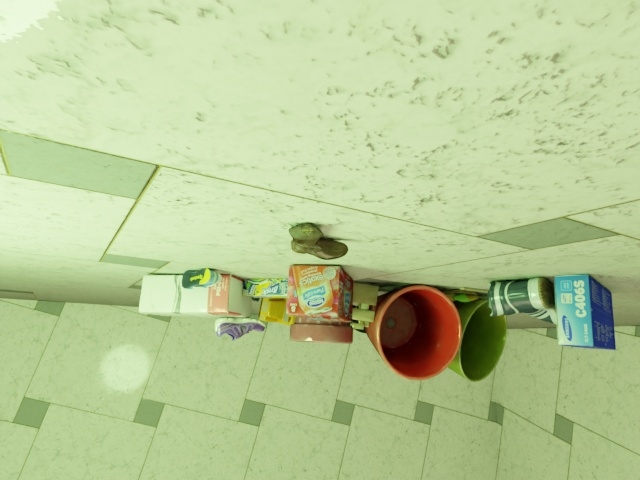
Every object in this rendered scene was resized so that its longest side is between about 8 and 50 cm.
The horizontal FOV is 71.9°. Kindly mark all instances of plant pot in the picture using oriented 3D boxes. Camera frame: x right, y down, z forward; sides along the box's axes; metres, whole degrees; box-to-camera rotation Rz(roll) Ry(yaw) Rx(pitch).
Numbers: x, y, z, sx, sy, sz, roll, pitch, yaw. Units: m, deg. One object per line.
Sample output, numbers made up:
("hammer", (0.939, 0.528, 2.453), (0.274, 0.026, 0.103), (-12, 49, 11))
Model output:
("plant pot", (0.263, 0.271, 1.390), (0.275, 0.275, 0.243), (6, 177, -12))
("plant pot", (0.445, 0.308, 1.547), (0.275, 0.275, 0.293), (13, 179, -39))
("plant pot", (0.006, 0.238, 1.422), (0.201, 0.180, 0.201), (3, 167, 1))

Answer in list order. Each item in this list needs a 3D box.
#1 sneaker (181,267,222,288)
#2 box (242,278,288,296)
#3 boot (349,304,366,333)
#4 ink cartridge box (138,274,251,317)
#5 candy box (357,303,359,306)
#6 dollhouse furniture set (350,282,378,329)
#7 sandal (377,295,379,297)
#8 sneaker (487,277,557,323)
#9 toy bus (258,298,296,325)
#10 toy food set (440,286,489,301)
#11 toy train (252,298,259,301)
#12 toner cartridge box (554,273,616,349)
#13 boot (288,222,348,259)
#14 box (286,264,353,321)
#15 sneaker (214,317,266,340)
("sneaker", (-0.332, 0.109, 1.223), (0.144, 0.053, 0.059), (-7, 166, 39))
("box", (-0.150, 0.146, 1.338), (0.169, 0.054, 0.059), (-2, 166, 23))
("boot", (0.067, 0.266, 1.622), (0.246, 0.094, 0.207), (23, -175, 41))
("ink cartridge box", (-0.378, 0.175, 1.367), (0.283, 0.117, 0.207), (0, 167, 10))
("candy box", (0.256, 0.270, 1.797), (0.186, 0.053, 0.109), (12, 165, -31))
("dollhouse furniture set", (0.095, 0.195, 1.364), (0.123, 0.144, 0.151), (8, -179, -4))
("sandal", (0.216, 0.235, 1.657), (0.180, 0.049, 0.072), (1, 167, 6))
("sneaker", (0.545, 0.166, 1.180), (0.153, 0.099, 0.282), (-13, 153, 36))
("toy bus", (-0.082, 0.279, 1.727), (0.130, 0.108, 0.332), (6, 172, 42))
("toy food set", (0.432, 0.182, 1.408), (0.132, 0.038, 0.192), (8, 166, -23))
("toy train", (-0.297, 0.224, 1.769), (0.036, 0.027, 0.158), (8, 171, 27))
("toner cartridge box", (0.687, 0.193, 1.135), (0.075, 0.165, 0.348), (-8, 162, 39))
("boot", (0.000, 0.000, 0.736), (0.106, 0.037, 0.114), (1, 162, -4))
("box", (0.008, 0.144, 1.146), (0.128, 0.123, 0.257), (1, 167, 12))
("sneaker", (-0.254, 0.280, 1.391), (0.170, 0.071, 0.068), (8, 165, -33))
